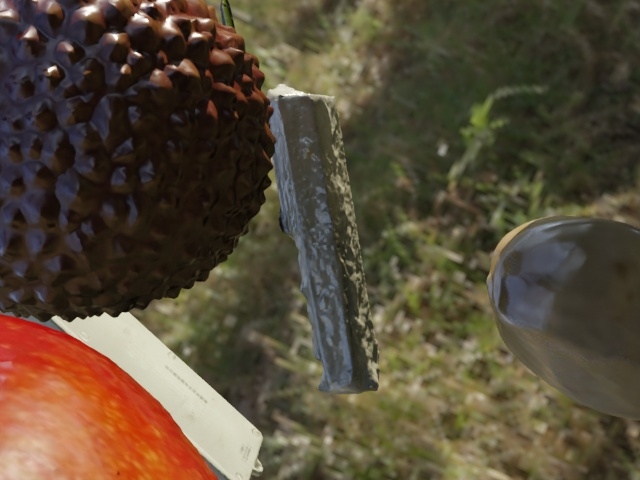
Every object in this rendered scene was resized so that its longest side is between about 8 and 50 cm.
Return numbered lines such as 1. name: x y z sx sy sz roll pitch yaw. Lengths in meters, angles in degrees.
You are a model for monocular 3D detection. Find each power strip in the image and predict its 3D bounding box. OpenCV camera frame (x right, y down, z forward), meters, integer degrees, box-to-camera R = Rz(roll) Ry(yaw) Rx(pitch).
1. power strip: -0.194 0.091 1.375 0.043 0.367 0.106 -43 10 20

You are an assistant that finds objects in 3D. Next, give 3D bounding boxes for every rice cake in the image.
1. rice cake: 0.000 0.000 1.263 0.057 0.052 0.256 0 102 52

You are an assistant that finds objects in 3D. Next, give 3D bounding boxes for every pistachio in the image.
1. pistachio: 0.235 0.062 1.304 0.153 0.238 0.138 -27 37 32

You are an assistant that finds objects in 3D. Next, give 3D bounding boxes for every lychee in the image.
1. lychee: -0.172 -0.077 1.135 0.304 0.275 0.276 101 -176 -52

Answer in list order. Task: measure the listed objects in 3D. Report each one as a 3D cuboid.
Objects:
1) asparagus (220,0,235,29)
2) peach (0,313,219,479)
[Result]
1. asparagus: -0.069 -0.122 1.298 0.013 0.016 0.166 144 120 -64
2. peach: -0.129 0.137 0.504 0.275 0.248 0.245 126 158 -49
